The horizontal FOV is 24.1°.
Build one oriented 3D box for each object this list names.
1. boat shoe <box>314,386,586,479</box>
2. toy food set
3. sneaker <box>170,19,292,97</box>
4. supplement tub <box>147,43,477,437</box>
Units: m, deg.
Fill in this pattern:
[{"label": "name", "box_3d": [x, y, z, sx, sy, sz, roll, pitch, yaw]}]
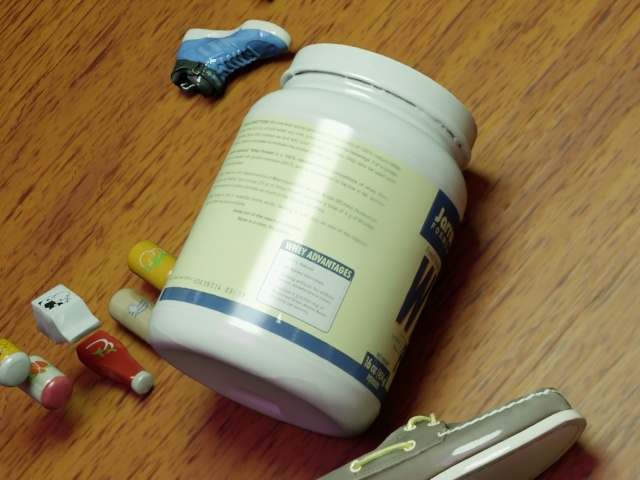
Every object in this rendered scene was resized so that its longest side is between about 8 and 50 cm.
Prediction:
[{"label": "boat shoe", "box_3d": [0.085, 0.216, 1.362, 0.324, 0.116, 0.097, -34, 57, 14]}, {"label": "toy food set", "box_3d": [-0.227, 0.107, 1.566, 0.104, 0.111, 0.232, 30, 49, 35]}, {"label": "sneaker", "box_3d": [-0.105, -0.201, 1.706, 0.152, 0.058, 0.085, 2, 60, 32]}, {"label": "supplement tub", "box_3d": [0.000, 0.000, 1.442, 0.235, 0.235, 0.325, 15, 72, 32]}]
